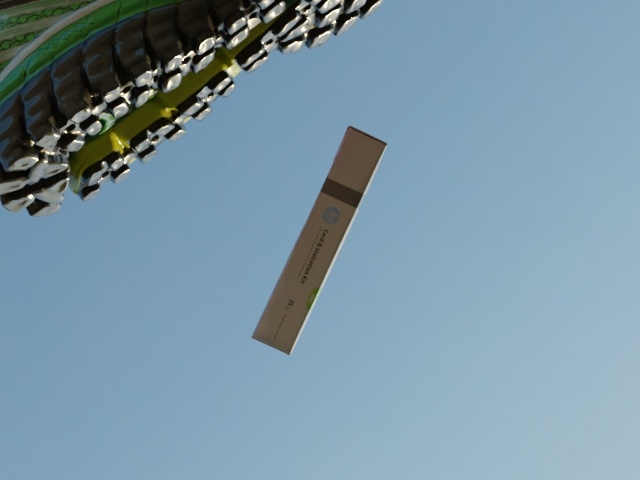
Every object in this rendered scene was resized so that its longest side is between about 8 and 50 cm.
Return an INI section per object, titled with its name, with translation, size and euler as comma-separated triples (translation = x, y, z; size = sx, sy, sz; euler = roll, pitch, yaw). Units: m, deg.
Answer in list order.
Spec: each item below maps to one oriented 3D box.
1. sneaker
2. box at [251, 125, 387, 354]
[sneaker]
translation = -0.057, -0.167, 0.801
size = 0.343, 0.146, 0.134
euler = -34, -16, -11
[box]
translation = 0.000, 0.000, 1.285
size = 0.038, 0.145, 0.186
euler = 26, -90, 1
